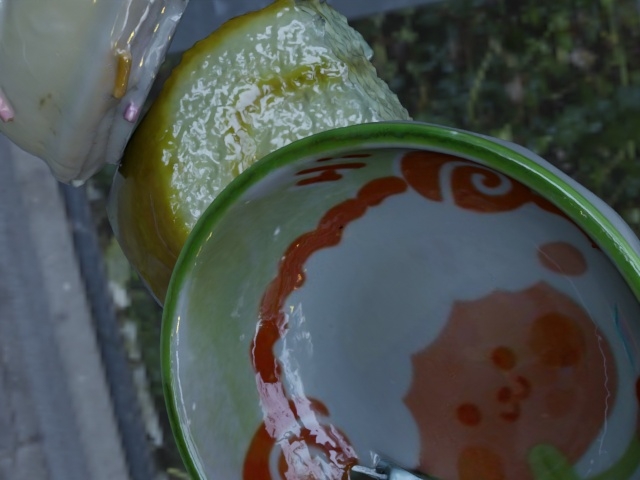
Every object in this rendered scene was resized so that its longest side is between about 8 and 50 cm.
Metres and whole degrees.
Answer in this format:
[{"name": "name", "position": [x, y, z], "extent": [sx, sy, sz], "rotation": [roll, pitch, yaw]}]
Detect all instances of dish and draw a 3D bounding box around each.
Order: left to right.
[{"name": "dish", "position": [0.075, 0.076, 0.935], "extent": [0.124, 0.324, 0.324], "rotation": [-33, 112, -58]}]

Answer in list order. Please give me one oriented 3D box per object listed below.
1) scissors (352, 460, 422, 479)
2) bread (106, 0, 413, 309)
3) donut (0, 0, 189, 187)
[{"name": "scissors", "position": [0.039, 0.223, 1.556], "extent": [0.360, 0.191, 0.029], "rotation": [15, 92, -31]}, {"name": "bread", "position": [0.001, 0.009, 1.369], "extent": [0.395, 0.264, 0.239], "rotation": [56, 6, -2]}, {"name": "donut", "position": [-0.159, -0.232, 1.282], "extent": [0.142, 0.382, 0.382], "rotation": [25, 66, -8]}]
